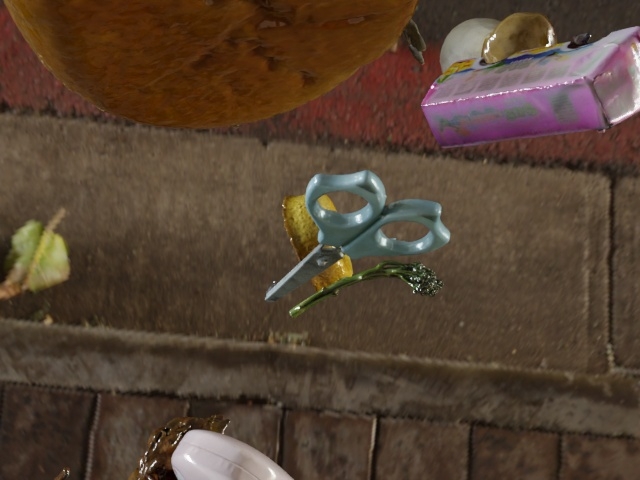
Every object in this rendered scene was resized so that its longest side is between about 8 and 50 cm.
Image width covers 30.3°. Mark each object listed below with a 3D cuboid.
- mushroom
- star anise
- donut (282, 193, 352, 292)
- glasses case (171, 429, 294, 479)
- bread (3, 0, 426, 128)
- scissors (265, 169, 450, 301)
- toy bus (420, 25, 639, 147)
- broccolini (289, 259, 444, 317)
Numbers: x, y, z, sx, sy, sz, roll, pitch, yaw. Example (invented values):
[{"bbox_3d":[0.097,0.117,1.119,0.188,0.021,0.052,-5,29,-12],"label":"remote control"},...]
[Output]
[{"bbox_3d":[0.252,-0.274,1.751,0.128,0.350,0.128,-1,95,-9],"label":"mushroom"},{"bbox_3d":[-0.220,0.317,1.474,0.148,0.346,0.237,29,95,26],"label":"star anise"},{"bbox_3d":[0.000,0.000,1.675,0.058,0.152,0.152,-18,68,13],"label":"donut"},{"bbox_3d":[-0.049,0.279,1.166,0.113,0.297,0.075,14,59,36],"label":"glasses case"},{"bbox_3d":[-0.054,-0.176,0.607,0.236,0.388,0.183,3,72,2],"label":"bread"},{"bbox_3d":[0.012,0.011,1.510,0.191,0.360,0.029,22,59,-21],"label":"scissors"},{"bbox_3d":[0.246,-0.166,1.344,0.112,0.274,0.090,-42,114,-33],"label":"toy bus"},{"bbox_3d":[0.054,0.057,1.461,0.194,0.054,0.052,-10,76,8],"label":"broccolini"}]
